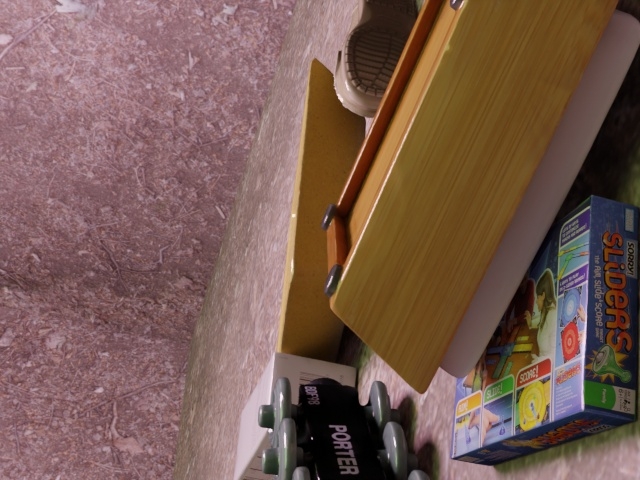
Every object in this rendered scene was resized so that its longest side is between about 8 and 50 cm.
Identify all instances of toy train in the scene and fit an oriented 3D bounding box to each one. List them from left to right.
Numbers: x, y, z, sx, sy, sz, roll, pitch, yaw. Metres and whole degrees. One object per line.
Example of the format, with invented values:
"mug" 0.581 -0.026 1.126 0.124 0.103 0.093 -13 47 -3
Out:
"toy train" 0.014 0.251 0.897 0.334 0.142 0.190 -114 28 -72

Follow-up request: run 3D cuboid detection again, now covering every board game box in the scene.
"board game box" 0.145 0.070 0.674 0.201 0.035 0.136 128 152 -66

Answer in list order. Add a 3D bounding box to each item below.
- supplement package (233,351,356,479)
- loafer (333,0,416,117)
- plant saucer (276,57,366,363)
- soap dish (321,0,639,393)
"supplement package" -0.033 0.228 1.205 0.179 0.105 0.105 118 160 -52
"loafer" 0.070 -0.223 1.238 0.268 0.102 0.092 -76 5 -50
"plant saucer" 0.000 0.000 1.263 0.333 0.081 0.333 99 176 -55
"soap dish" 0.098 -0.067 0.729 0.229 0.118 0.291 -90 22 -71
